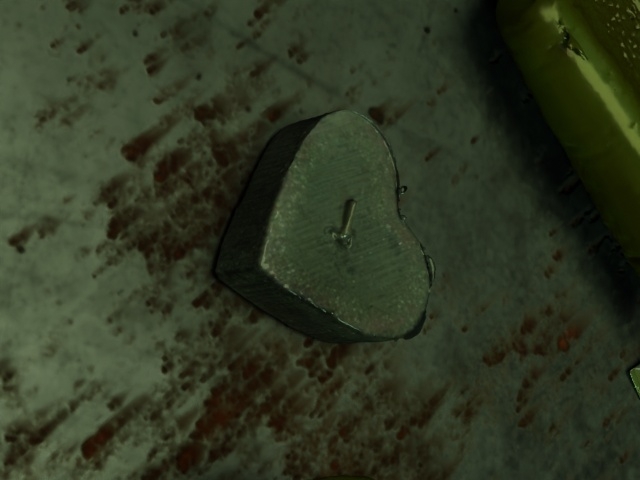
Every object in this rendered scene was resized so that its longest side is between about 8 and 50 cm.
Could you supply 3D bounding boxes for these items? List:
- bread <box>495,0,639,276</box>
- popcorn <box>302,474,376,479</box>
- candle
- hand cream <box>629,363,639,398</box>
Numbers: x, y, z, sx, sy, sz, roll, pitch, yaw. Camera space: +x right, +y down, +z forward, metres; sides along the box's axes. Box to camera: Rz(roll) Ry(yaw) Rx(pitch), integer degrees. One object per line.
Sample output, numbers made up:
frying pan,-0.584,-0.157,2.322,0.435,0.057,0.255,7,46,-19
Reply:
bread,0.287,-0.099,1.280,0.166,0.112,0.383,-44,107,-32
popcorn,0.046,0.310,0.972,0.334,0.294,0.292,42,59,-37
candle,0.000,0.000,1.100,0.168,0.068,0.192,-19,94,-37
hand cream,0.337,0.113,1.345,0.102,0.022,0.035,-35,112,-28
